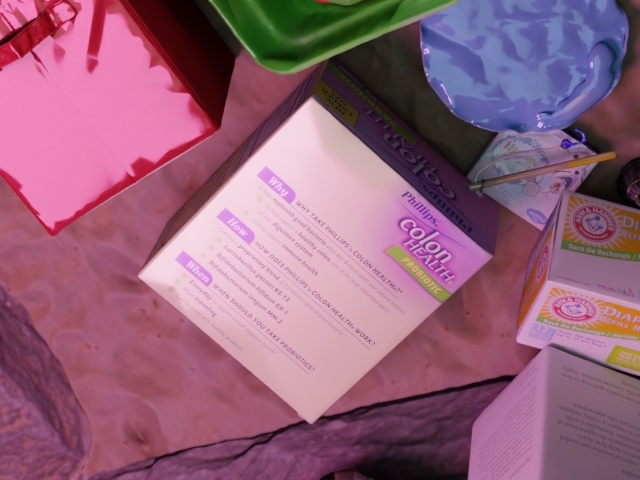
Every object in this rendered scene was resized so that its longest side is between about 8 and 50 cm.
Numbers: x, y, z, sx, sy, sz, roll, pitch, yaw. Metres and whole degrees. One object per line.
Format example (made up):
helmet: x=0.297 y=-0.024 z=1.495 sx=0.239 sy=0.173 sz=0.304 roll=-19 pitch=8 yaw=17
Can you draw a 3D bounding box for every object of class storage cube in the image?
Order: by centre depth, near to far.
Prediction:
storage cube: x=-0.205 y=-0.153 z=1.516 sx=0.184 sy=0.215 sz=0.193 roll=-32 pitch=111 yaw=15

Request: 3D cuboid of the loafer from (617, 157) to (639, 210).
loafer: x=0.351 y=-0.024 z=1.591 sx=0.170 sy=0.061 sz=0.062 roll=13 pitch=110 yaw=-1

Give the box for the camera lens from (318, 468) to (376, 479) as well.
camera lens: x=0.080 y=0.358 z=1.672 sx=0.274 sy=0.219 sz=0.219 roll=24 pitch=110 yaw=-4

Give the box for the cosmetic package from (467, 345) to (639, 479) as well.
cosmetic package: x=0.228 y=0.225 z=1.590 sx=0.151 sy=0.183 sz=0.151 roll=21 pitch=139 yaw=-12

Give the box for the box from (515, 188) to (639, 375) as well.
box: x=0.289 y=0.048 z=1.579 sx=0.203 sy=0.103 sz=0.114 roll=15 pitch=146 yaw=0

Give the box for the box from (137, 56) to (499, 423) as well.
box: x=0.000 y=0.000 z=1.592 sx=0.213 sy=0.117 sz=0.243 roll=41 pitch=114 yaw=-10

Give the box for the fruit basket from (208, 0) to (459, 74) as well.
fruit basket: x=-0.062 y=-0.285 z=1.333 sx=0.283 sy=0.392 sz=0.392 roll=-18 pitch=111 yaw=45

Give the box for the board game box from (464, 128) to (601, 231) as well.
board game box: x=0.193 y=-0.068 z=1.611 sx=0.090 sy=0.020 sz=0.090 roll=33 pitch=110 yaw=-8

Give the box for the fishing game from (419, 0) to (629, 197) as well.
fishing game: x=0.178 y=-0.184 z=1.557 sx=0.189 sy=0.041 sz=0.264 roll=-18 pitch=102 yaw=0
